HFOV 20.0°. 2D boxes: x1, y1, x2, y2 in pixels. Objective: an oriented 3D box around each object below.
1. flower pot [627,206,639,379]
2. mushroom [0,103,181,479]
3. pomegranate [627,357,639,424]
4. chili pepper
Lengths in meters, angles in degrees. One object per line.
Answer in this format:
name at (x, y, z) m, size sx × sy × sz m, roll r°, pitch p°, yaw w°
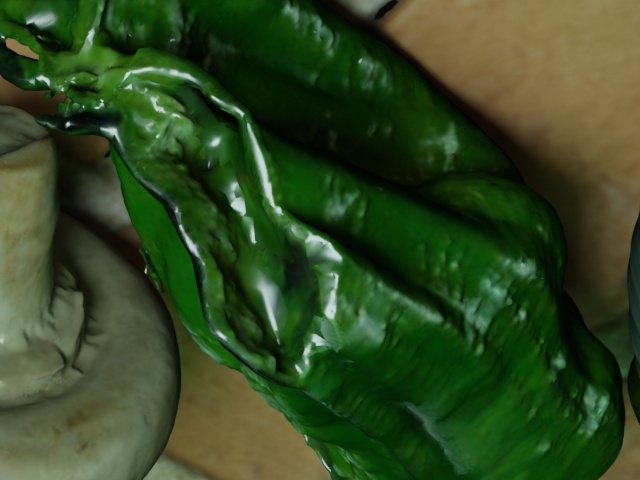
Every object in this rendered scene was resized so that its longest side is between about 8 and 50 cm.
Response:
flower pot at (0.234, 0.017, 0.814) m, size 0.189 × 0.157 × 0.243 m, roll -1°, pitch 126°, yaw -4°
mushroom at (-0.158, 0.037, 0.875) m, size 0.206 × 0.206 × 0.209 m, roll 25°, pitch 101°, yaw -17°
pomegranate at (0.196, 0.081, 0.951) m, size 0.073 × 0.073 × 0.084 m, roll -2°, pitch 134°, yaw 10°
chili pepper at (0.010, -0.005, 0.823) m, size 0.167 × 0.213 × 0.385 m, roll -47°, pitch 128°, yaw -8°
